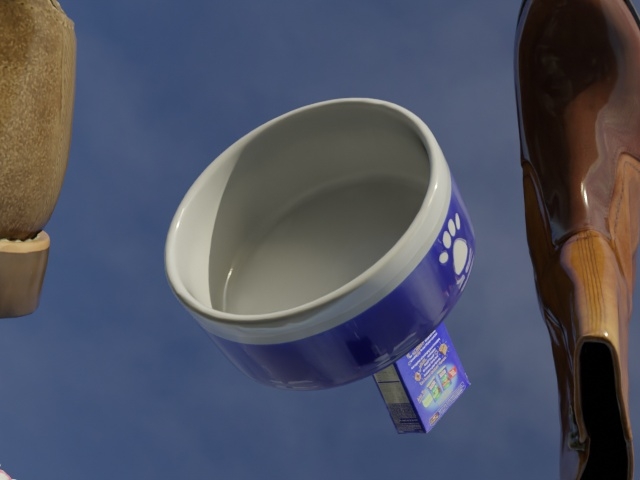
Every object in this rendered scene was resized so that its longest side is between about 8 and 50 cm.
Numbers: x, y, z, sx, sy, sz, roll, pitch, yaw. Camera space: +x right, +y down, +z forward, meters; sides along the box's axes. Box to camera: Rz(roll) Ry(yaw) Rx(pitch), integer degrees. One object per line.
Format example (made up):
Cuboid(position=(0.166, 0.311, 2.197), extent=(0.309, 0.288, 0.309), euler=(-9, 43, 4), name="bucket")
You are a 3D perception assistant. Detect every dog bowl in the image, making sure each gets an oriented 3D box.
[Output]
Cuboid(position=(0.000, 0.000, 1.177), extent=(0.264, 0.104, 0.265), euler=(-18, -138, 17), name="dog bowl")

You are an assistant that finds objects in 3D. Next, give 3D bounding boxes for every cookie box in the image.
Cuboid(position=(0.091, 0.119, 1.282), extent=(0.040, 0.092, 0.107), euler=(-10, -70, 41), name="cookie box")

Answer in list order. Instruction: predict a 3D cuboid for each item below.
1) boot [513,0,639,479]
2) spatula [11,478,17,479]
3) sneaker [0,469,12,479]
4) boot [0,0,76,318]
Cuboid(position=(0.152, -0.008, 0.802), extent=(0.096, 0.280, 0.264), euler=(5, -61, 10), name="boot")
Cuboid(position=(-0.515, 0.271, 1.704), extent=(0.168, 0.242, 0.019), euler=(28, -79, 53), name="spatula")
Cuboid(position=(-0.237, 0.224, 0.675), extent=(0.111, 0.252, 0.103), euler=(50, -34, -11), name="sneaker")
Cuboid(position=(-0.224, -0.068, 0.408), extent=(0.305, 0.112, 0.115), euler=(13, -84, -3), name="boot")
